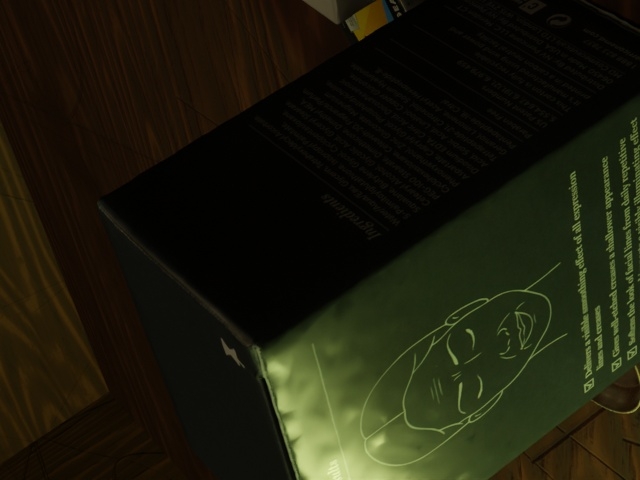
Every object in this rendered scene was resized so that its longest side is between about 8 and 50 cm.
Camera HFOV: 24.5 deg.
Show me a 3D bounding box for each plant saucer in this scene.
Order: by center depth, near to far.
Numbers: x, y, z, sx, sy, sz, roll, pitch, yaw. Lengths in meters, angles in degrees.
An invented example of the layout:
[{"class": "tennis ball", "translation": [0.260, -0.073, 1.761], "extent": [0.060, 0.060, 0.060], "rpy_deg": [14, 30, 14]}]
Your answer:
[{"class": "plant saucer", "translation": [0.246, 0.086, 1.373], "extent": [0.168, 0.029, 0.168], "rpy_deg": [48, 161, 22]}]

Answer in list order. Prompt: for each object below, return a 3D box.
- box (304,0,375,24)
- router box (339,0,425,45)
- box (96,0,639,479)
[{"class": "box", "translation": [0.007, -0.279, 1.231], "extent": [0.170, 0.130, 0.091], "rpy_deg": [40, 153, 37]}, {"class": "router box", "translation": [0.089, -0.160, 1.345], "extent": [0.179, 0.046, 0.133], "rpy_deg": [60, 160, -12]}, {"class": "box", "translation": [0.076, 0.022, 1.145], "extent": [0.212, 0.395, 0.293], "rpy_deg": [38, 153, 40]}]
